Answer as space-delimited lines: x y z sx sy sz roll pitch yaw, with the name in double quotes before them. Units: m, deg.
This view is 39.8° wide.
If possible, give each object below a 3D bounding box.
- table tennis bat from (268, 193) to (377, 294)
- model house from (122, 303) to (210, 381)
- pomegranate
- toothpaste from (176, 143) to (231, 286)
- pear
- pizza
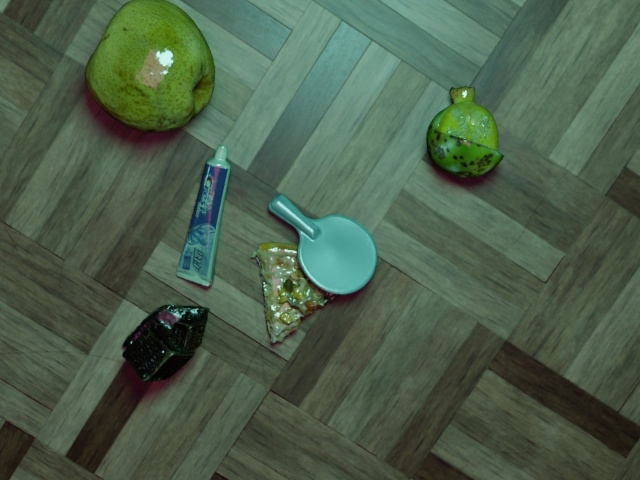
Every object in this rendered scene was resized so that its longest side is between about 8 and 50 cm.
"table tennis bat" 0.000 0.000 1.658 0.237 0.038 0.149 39 73 1
"model house" -0.284 0.187 1.638 0.106 0.152 0.165 41 97 -11
"pomegranate" 0.255 -0.189 1.613 0.143 0.122 0.169 -2 60 -28
"toothpaste" -0.212 -0.049 1.662 0.069 0.047 0.269 11 101 -15
"pear" -0.289 -0.302 1.554 0.211 0.188 0.229 29 94 -1
"pizza" -0.061 0.106 1.677 0.185 0.052 0.195 18 95 0
